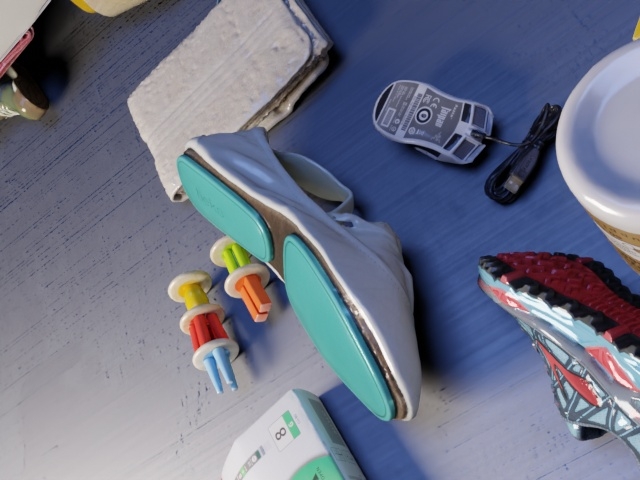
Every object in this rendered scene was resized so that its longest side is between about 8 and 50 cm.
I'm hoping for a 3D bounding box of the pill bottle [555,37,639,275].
[{"bbox_3d":[0.262,-0.033,0.565,0.131,0.229,0.131,-14,63,30],"label":"pill bottle"}]

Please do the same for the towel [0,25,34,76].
[{"bbox_3d":[-0.594,-0.320,1.380,0.237,0.037,0.329,-48,39,5],"label":"towel"}]

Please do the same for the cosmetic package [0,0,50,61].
[{"bbox_3d":[-0.523,-0.396,1.258,0.160,0.113,0.309,-52,37,-2],"label":"cosmetic package"}]

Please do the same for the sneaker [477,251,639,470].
[{"bbox_3d":[0.200,0.095,0.632,0.262,0.104,0.125,-135,48,-57],"label":"sneaker"}]

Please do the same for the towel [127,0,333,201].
[{"bbox_3d":[-0.119,-0.201,1.016,0.282,0.049,0.187,-40,58,18],"label":"towel"}]

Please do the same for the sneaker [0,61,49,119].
[{"bbox_3d":[-0.496,-0.222,1.297,0.086,0.064,0.192,-50,45,9],"label":"sneaker"}]

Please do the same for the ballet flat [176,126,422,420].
[{"bbox_3d":[0.000,0.000,0.806,0.139,0.139,0.400,-50,54,7],"label":"ballet flat"}]

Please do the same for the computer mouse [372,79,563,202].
[{"bbox_3d":[0.139,-0.111,0.812,0.193,0.042,0.106,28,92,34],"label":"computer mouse"}]

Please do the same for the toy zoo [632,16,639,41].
[{"bbox_3d":[0.402,-0.220,0.676,0.293,0.030,0.192,30,89,40],"label":"toy zoo"}]

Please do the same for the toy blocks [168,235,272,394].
[{"bbox_3d":[-0.098,0.082,0.885,0.123,0.054,0.148,-40,53,16],"label":"toy blocks"}]

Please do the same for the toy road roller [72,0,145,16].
[{"bbox_3d":[-0.318,-0.526,1.185,0.202,0.240,0.330,-14,63,31],"label":"toy road roller"}]

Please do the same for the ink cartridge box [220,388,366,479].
[{"bbox_3d":[-0.052,0.281,0.768,0.224,0.056,0.181,-43,52,10],"label":"ink cartridge box"}]

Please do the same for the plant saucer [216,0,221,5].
[{"bbox_3d":[-0.086,-0.330,1.077,0.119,0.021,0.119,-14,64,30],"label":"plant saucer"}]
